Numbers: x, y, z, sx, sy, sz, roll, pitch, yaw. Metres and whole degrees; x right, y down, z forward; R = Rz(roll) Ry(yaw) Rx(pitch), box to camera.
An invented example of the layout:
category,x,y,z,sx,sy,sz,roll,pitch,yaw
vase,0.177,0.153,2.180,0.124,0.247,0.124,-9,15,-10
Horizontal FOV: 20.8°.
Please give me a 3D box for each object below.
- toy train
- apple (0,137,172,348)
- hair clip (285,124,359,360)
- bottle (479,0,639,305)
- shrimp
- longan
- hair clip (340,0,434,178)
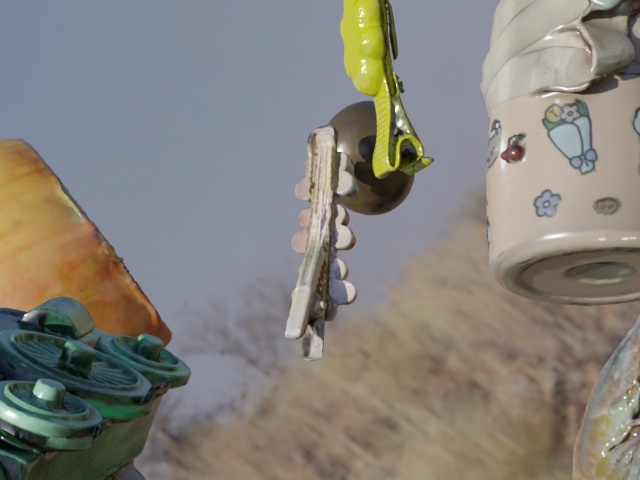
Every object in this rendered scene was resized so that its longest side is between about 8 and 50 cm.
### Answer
category,x,y,z,sx,sy,sz,roll,pitch,yaw
toy train,-0.110,0.061,0.591,0.178,0.104,0.071,-24,-47,-79
apple,-0.329,0.090,1.672,0.309,0.314,0.252,-36,-17,-9
hair clip,0.003,0.003,1.506,0.056,0.062,0.214,52,-141,-52
bottle,0.111,-0.057,0.718,0.099,0.099,0.152,120,153,-71
shrimp,0.354,0.163,1.833,0.164,0.062,0.317,27,97,56
longan,0.048,-0.077,1.624,0.092,0.113,0.113,10,53,46
hair clip,0.049,-0.140,1.498,0.046,0.173,0.072,-11,-6,-19
